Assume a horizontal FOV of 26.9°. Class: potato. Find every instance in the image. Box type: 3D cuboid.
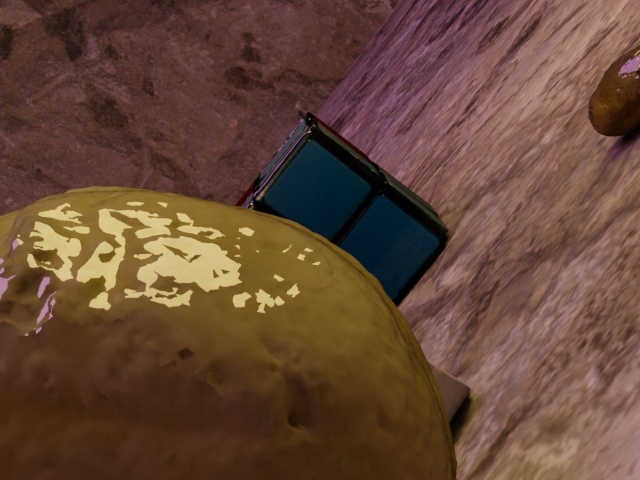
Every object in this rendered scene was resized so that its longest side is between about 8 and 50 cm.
[{"bbox_3d":[0.219,-0.108,0.921,0.046,0.045,0.092,-1,-38,-52],"label":"potato"}]

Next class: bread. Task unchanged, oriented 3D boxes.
[{"bbox_3d":[-0.091,0.132,0.679,0.320,0.320,0.237,-50,8,22],"label":"bread"}]

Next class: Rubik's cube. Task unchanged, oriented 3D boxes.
[{"bbox_3d":[-0.001,-0.001,1.284,0.183,0.167,0.180,-50,7,8],"label":"Rubik's cube"}]

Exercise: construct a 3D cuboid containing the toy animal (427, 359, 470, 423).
[{"bbox_3d":[-0.007,0.155,0.856,0.221,0.103,0.131,-53,9,-1],"label":"toy animal"}]
